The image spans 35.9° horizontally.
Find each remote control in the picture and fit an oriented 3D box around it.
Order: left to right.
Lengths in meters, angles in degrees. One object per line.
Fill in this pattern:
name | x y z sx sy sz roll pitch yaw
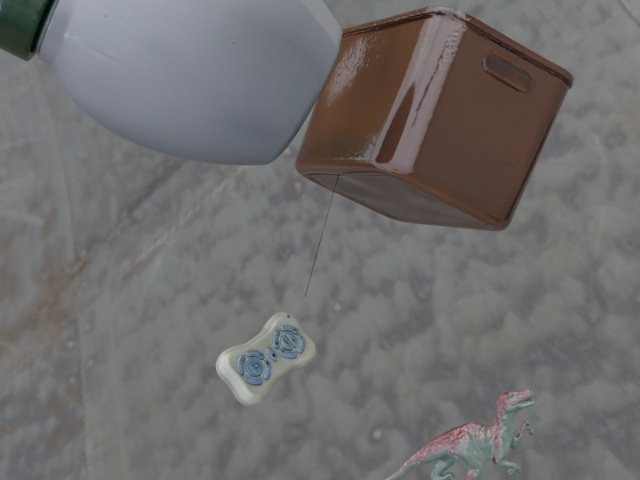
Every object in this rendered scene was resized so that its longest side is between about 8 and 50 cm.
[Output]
remote control | -0.062 0.137 1.153 0.122 0.074 0.032 -36 -5 -37

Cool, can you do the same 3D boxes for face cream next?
face cream | -0.177 -0.242 1.151 0.312 0.357 0.219 -49 22 44

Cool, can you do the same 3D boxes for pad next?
pad | 0.000 0.000 1.447 0.157 0.003 0.112 106 180 -52

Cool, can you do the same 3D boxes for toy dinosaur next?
toy dinosaur | 0.200 0.308 1.461 0.242 0.167 0.053 -6 18 5

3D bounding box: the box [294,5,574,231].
box | 0.141 -0.161 1.393 0.339 0.239 0.229 8 75 64
